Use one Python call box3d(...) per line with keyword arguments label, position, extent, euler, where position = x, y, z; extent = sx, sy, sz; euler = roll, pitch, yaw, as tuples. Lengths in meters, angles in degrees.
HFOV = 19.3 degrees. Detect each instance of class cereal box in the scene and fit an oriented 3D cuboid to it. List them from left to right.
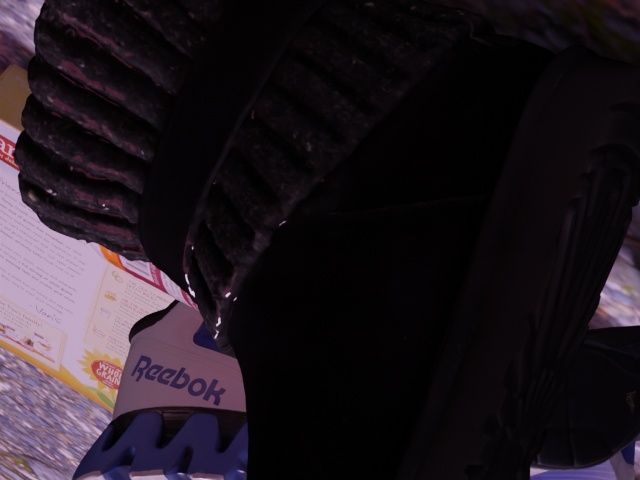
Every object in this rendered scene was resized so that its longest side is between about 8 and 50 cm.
box3d(label="cereal box", position=(-0.154, 0.012, 1.212), extent=(0.173, 0.047, 0.240), euler=(31, 143, 3))

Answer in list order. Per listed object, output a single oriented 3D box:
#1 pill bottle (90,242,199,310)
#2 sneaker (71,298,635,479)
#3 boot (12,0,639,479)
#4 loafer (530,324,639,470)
box3d(label="pill bottle", position=(0.000, 0.000, 0.939), extent=(0.221, 0.121, 0.121), euler=(27, 157, 21))
box3d(label="sneaker", position=(0.016, 0.069, 1.062), extent=(0.315, 0.182, 0.127), euler=(-3, 148, 12))
box3d(label="boot", position=(-0.032, 0.036, 0.797), extent=(0.260, 0.348, 0.131), euler=(22, 173, 20))
box3d(label="loafer", position=(0.122, 0.070, 0.883), extent=(0.170, 0.062, 0.061), euler=(-1, -172, -30))
